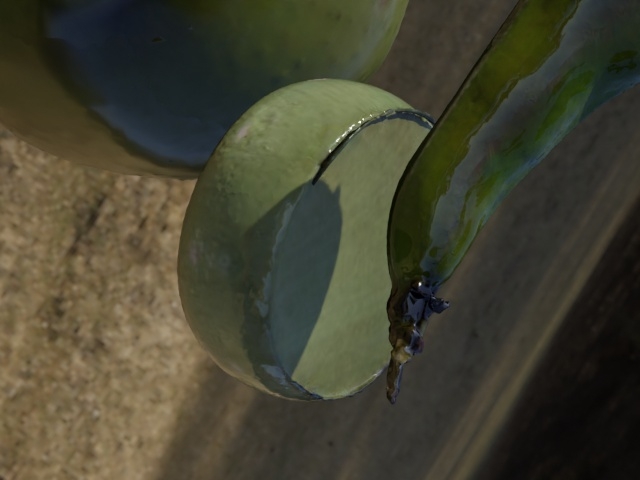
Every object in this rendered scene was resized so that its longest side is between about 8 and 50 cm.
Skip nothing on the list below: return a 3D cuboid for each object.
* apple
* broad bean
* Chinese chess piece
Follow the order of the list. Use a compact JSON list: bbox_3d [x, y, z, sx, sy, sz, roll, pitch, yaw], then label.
[{"bbox_3d":[-0.154,-0.269,1.167,0.473,0.474,0.473,-54,167,-19],"label":"apple"},{"bbox_3d":[0.109,-0.074,0.623,0.325,0.075,0.067,-52,166,1],"label":"broad bean"},{"bbox_3d":[0.000,0.000,0.776,0.188,0.083,0.188,-29,128,-44],"label":"Chinese chess piece"}]
